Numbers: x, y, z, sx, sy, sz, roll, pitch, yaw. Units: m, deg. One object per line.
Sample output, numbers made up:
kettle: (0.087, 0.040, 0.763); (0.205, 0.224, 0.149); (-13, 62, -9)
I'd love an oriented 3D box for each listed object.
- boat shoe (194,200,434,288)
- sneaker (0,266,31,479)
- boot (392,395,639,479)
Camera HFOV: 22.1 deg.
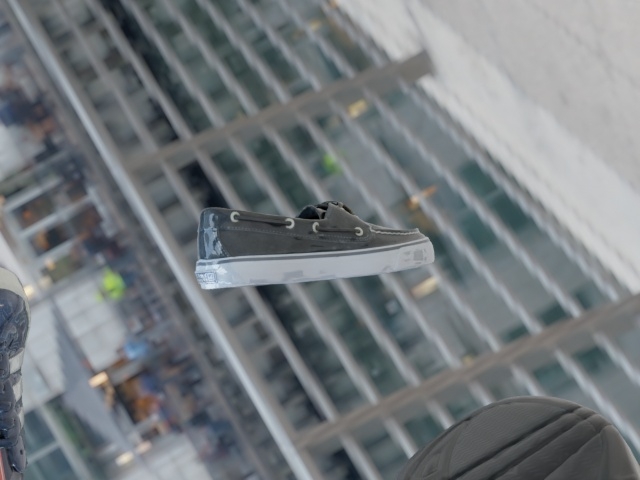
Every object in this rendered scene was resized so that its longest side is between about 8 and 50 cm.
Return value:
boat shoe: (0.000, 0.000, 0.826); (0.049, 0.142, 0.040); (-7, 88, 52)
sneaker: (-0.315, 0.157, 1.483); (0.350, 0.131, 0.148); (107, 148, -56)
boot: (0.182, 0.251, 0.823); (0.284, 0.138, 0.377); (58, 170, -22)
